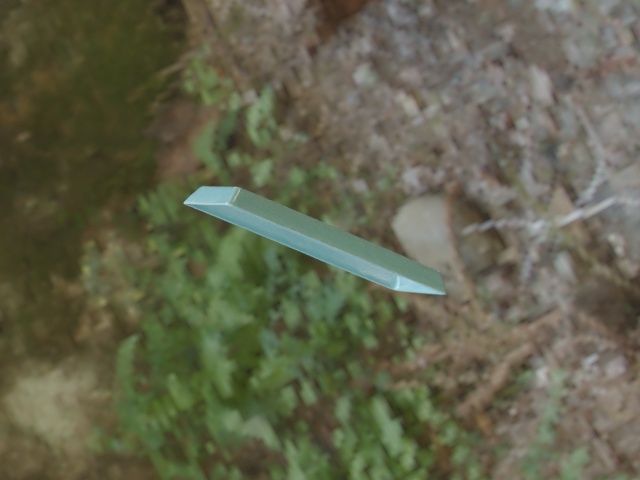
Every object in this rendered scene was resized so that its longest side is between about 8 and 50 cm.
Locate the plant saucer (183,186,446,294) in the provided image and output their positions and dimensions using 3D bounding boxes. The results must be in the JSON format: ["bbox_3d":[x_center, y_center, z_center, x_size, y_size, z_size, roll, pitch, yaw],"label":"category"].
[{"bbox_3d":[0.000,0.000,1.222,0.192,0.018,0.067,24,169,-31],"label":"plant saucer"}]
